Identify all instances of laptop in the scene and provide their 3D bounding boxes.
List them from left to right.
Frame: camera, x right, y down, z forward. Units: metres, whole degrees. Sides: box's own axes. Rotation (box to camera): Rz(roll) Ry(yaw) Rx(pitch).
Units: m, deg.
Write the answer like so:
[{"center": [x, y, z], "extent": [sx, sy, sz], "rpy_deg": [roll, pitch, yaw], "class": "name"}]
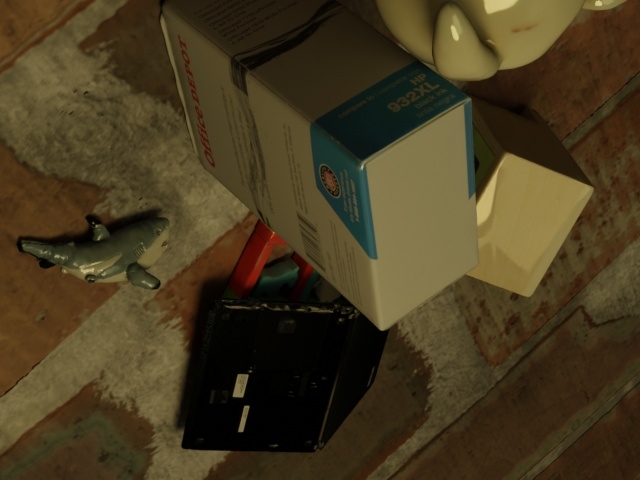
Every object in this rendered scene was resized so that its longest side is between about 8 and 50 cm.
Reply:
[{"center": [-0.026, 0.126, 1.801], "extent": [0.264, 0.137, 0.234], "rpy_deg": [3, 127, -14], "class": "laptop"}]

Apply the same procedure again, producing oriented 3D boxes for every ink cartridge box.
[{"center": [0.001, -0.100, 1.422], "extent": [0.129, 0.307, 0.223], "rpy_deg": [-33, 141, -20], "class": "ink cartridge box"}]

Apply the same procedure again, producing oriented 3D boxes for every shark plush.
[{"center": [-0.231, 0.005, 1.534], "extent": [0.161, 0.073, 0.067], "rpy_deg": [5, 102, -23], "class": "shark plush"}]

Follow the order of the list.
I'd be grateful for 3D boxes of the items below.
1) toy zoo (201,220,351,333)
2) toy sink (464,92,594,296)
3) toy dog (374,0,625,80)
[{"center": [0.000, 0.000, 1.744], "extent": [0.192, 0.030, 0.293], "rpy_deg": [4, 121, -46], "class": "toy zoo"}, {"center": [0.195, -0.069, 1.763], "extent": [0.131, 0.234, 0.153], "rpy_deg": [20, 113, -20], "class": "toy sink"}, {"center": [0.114, -0.372, 1.254], "extent": [0.395, 0.284, 0.408], "rpy_deg": [-55, 146, -42], "class": "toy dog"}]
